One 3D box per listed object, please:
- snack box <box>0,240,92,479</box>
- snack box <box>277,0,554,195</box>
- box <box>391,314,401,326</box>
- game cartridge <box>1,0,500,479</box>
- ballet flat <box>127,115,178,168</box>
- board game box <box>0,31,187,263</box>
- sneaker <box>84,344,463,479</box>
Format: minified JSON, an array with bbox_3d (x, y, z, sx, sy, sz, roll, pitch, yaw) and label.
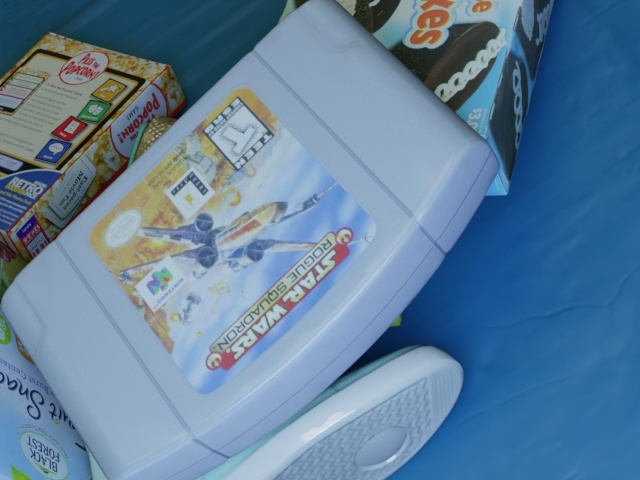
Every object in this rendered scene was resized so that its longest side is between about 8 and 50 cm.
[{"bbox_3d":[-0.219,0.097,0.911,0.070,0.174,0.207,-26,53,14],"label":"snack box"},{"bbox_3d":[0.068,-0.163,0.972,0.187,0.060,0.322,-2,49,25],"label":"snack box"},{"bbox_3d":[0.000,0.000,0.939,0.109,0.042,0.178,-11,52,17],"label":"box"},{"bbox_3d":[-0.045,0.006,0.826,0.297,0.062,0.198,-44,50,2],"label":"game cartridge"},{"bbox_3d":[-0.121,-0.001,0.995,0.067,0.073,0.206,7,67,14],"label":"ballet flat"},{"bbox_3d":[-0.222,-0.077,1.081,0.146,0.045,0.193,20,58,35],"label":"board game box"},{"bbox_3d":[-0.044,0.105,0.868,0.256,0.094,0.151,-32,51,5],"label":"sneaker"}]
